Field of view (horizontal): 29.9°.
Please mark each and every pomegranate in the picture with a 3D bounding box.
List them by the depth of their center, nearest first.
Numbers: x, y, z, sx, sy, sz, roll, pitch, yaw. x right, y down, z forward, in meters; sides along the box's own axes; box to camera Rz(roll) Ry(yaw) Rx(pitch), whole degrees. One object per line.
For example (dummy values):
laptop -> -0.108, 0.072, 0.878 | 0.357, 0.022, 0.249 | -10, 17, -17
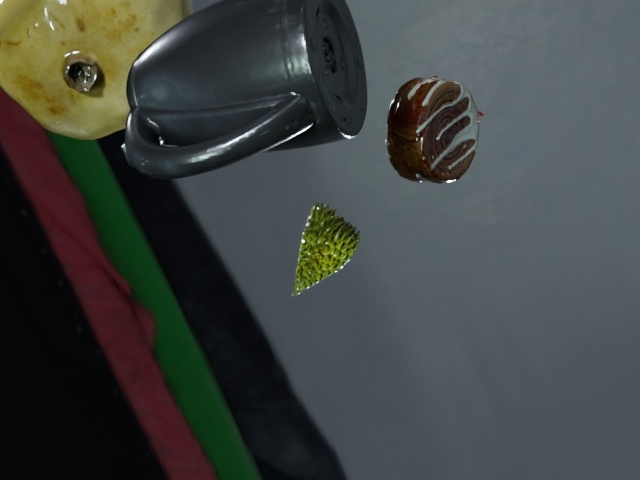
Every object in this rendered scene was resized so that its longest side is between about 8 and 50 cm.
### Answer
pomegranate -> -0.353, -0.317, 1.822 | 0.332, 0.332, 0.332 | 59, -167, -24

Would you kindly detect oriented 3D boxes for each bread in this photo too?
bread -> 0.166, -0.162, 1.748 | 0.160, 0.073, 0.160 | -4, -84, -46

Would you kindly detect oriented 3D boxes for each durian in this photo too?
durian -> 0.000, 0.000, 1.810 | 0.086, 0.100, 0.215 | 39, -147, -12

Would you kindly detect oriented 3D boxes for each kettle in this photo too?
kettle -> -0.113, -0.182, 1.472 | 0.268, 0.290, 0.207 | -79, -28, -46
